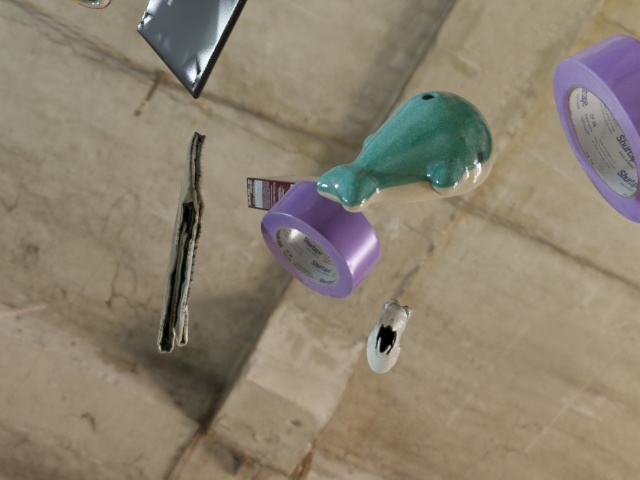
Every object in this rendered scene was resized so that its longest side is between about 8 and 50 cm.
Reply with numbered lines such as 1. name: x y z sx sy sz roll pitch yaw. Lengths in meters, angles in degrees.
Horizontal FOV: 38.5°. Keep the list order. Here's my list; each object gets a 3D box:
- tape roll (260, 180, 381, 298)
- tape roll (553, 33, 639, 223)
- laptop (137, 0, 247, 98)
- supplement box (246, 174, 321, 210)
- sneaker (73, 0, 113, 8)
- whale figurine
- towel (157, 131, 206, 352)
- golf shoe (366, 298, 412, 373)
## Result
1. tape roll: 0.000 0.000 1.481 0.189 0.189 0.080 37 -116 9
2. tape roll: 0.459 -0.165 1.375 0.090 0.275 0.275 -27 -129 -1
3. laptop: -0.228 -0.592 2.076 0.236 0.382 0.408 -8 -130 -47
4. supplement box: -0.045 -0.097 1.933 0.130 0.073 0.239 -6 -170 -31
5. sneaker: -0.363 -0.377 1.240 0.185 0.069 0.084 26 -163 -12
6. whale figurine: 0.125 -0.132 1.341 0.272 0.141 0.216 -21 -149 -22
7. towel: -0.237 0.001 1.643 0.056 0.312 0.324 10 -153 -9
8. golf shoe: 0.116 0.195 1.724 0.069 0.176 0.086 20 -143 12
